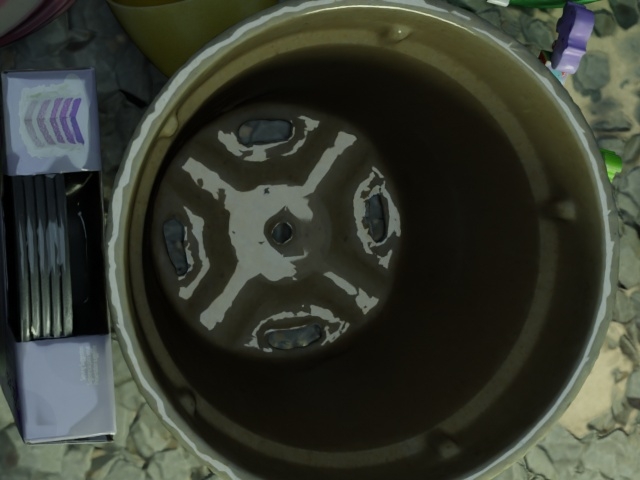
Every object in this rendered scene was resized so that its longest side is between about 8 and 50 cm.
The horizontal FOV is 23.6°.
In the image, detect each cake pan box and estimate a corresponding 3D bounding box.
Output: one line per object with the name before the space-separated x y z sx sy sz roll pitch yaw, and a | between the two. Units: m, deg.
cake pan box | -0.194 0.003 1.082 0.070 0.267 0.245 -6 97 -15

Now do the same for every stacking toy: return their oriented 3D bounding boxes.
stacking toy | 0.187 -0.125 1.228 0.167 0.052 0.221 11 121 -13

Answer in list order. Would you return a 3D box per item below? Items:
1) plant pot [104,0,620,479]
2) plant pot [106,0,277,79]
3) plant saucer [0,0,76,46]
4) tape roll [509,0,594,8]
plant pot | 0.000 0.000 1.105 0.334 0.305 0.333 -1 94 -12
plant pot | -0.088 -0.169 1.178 0.134 0.134 0.095 -24 123 -10
plant saucer | -0.296 -0.242 1.038 0.332 0.084 0.332 -4 136 -3
tape roll | 0.195 -0.353 1.247 0.321 0.077 0.321 -1 94 -12
